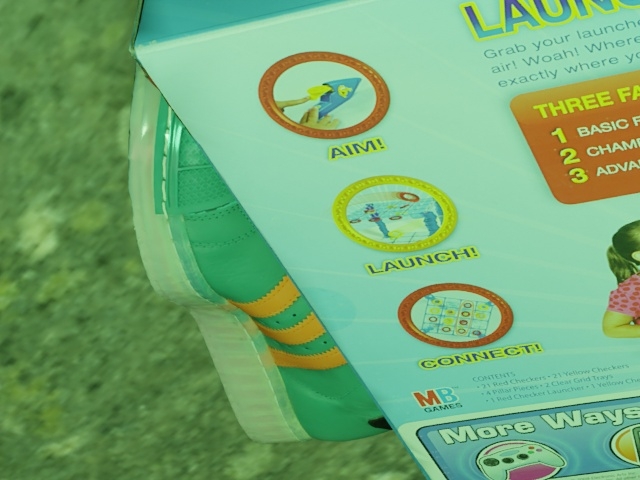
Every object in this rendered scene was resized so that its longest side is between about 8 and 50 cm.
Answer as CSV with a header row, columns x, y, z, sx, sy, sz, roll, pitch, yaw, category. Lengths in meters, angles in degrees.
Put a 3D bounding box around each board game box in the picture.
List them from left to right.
x,y,z,sx,sy,sz,roll,pitch,yaw,category
0.139,-0.030,0.676,0.308,0.086,0.302,-10,141,20,board game box

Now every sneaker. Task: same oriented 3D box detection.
x,y,z,sx,sy,sz,roll,pitch,yaw,category
0.000,0.000,0.866,0.121,0.108,0.302,-4,150,12,sneaker
